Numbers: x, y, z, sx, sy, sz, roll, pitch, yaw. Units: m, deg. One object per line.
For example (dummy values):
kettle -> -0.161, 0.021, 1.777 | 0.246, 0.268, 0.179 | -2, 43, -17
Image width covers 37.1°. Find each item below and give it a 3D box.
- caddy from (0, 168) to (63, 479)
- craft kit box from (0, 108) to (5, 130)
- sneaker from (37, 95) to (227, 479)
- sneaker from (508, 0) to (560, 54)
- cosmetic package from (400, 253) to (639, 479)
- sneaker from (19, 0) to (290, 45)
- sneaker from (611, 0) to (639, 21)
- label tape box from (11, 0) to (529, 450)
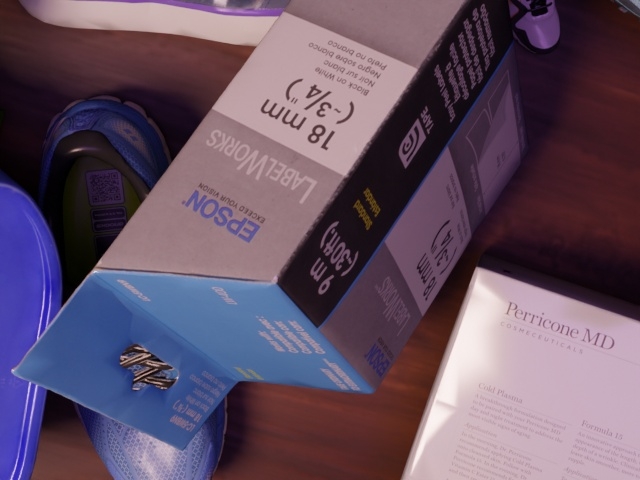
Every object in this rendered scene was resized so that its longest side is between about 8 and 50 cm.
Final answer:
caddy -> -0.316, 0.067, 0.627 | 0.241, 0.179, 0.341 | 4, 103, -39
craft kit box -> -0.391, -0.009, 0.730 | 0.250, 0.061, 0.246 | 13, 98, -6
sneaker -> -0.151, 0.063, 0.711 | 0.130, 0.147, 0.330 | -12, 104, -1
sneaker -> 0.159, -0.194, 0.730 | 0.040, 0.044, 0.109 | -22, 103, -1
cosmetic package -> 0.257, 0.205, 0.742 | 0.377, 0.097, 0.284 | 20, 102, 9
sneaker -> -0.075, -0.257, 0.611 | 0.323, 0.130, 0.236 | 0, 139, 2
sneaker -> 0.244, -0.213, 0.718 | 0.125, 0.104, 0.261 | -23, 98, 19
label tape box -> 0.000, 0.000, 0.609 | 0.106, 0.240, 0.333 | 29, 79, 25
